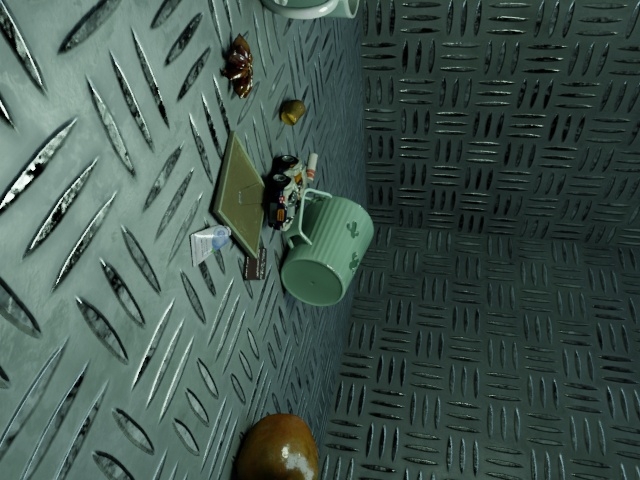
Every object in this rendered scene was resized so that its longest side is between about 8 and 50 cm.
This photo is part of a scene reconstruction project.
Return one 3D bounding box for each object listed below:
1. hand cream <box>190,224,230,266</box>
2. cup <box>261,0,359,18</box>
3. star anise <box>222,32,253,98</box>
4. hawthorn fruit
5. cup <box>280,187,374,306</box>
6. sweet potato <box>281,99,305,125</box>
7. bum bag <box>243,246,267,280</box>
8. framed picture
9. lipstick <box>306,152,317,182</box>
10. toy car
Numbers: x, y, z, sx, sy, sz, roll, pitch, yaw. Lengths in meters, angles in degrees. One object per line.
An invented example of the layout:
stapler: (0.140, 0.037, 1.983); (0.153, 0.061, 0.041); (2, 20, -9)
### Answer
hand cream: (-0.272, 0.001, 1.285); (0.142, 0.053, 0.084); (-43, 139, -58)
cup: (-0.045, -0.742, 1.471); (0.259, 0.274, 0.356); (78, 22, -54)
star anise: (-0.206, -0.452, 1.356); (0.168, 0.057, 0.168); (6, 90, -77)
hawthorn fruit: (-0.136, 0.711, 1.735); (0.301, 0.268, 0.268); (-83, 172, -56)
cup: (-0.010, 0.015, 2.089); (0.310, 0.401, 0.392); (-50, -169, 43)
sweet potato: (-0.094, -0.475, 1.864); (0.243, 0.077, 0.077); (-77, 167, -60)
bum bag: (-0.207, 0.075, 1.663); (0.159, 0.026, 0.109); (9, 85, -77)
framed picture: (-0.221, -0.119, 1.491); (0.335, 0.022, 0.247); (66, 28, -66)
lipstick: (-0.040, -0.315, 2.248); (0.038, 0.038, 0.130); (68, 30, -66)
toy car: (-0.115, -0.154, 1.749); (0.301, 0.118, 0.193); (-82, 178, -58)
